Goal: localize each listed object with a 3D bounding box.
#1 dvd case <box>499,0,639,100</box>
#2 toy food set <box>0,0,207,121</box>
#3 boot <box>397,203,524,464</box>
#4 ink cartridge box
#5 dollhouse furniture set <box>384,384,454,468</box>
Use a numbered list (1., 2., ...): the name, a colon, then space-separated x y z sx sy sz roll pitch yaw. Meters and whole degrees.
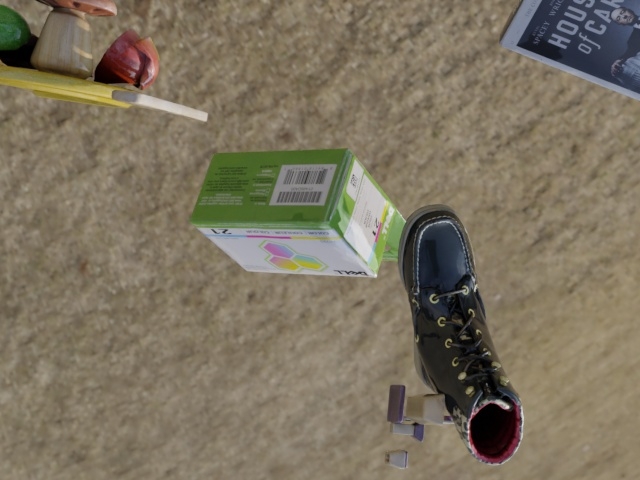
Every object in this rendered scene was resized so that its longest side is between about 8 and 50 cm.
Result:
1. dvd case: 0.325 -0.226 1.061 0.239 0.029 0.179 20 137 -5
2. toy food set: -0.174 -0.129 0.676 0.128 0.218 0.071 1 99 -68
3. boot: 0.149 0.097 1.094 0.085 0.178 0.236 -12 119 -9
4. ink cartridge box: 0.000 0.000 1.246 0.189 0.097 0.255 1 151 32
5. dollhouse furniture set: 0.127 0.203 1.129 0.081 0.090 0.114 8 170 -16
